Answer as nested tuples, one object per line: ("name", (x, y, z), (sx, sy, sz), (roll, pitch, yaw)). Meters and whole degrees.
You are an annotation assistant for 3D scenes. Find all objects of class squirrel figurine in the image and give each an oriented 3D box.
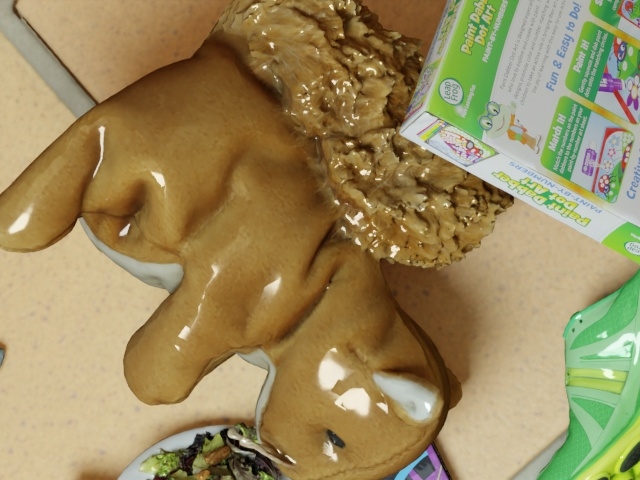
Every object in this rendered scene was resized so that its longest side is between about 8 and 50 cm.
("squirrel figurine", (0.000, 0.000, 1.606), (0.397, 0.281, 0.370), (-45, 79, 1))

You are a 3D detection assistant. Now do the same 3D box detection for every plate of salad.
("plate of salad", (-0.084, 0.226, 1.640), (0.200, 0.048, 0.200), (-1, 43, 1))

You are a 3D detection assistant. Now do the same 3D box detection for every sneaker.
("sneaker", (0.259, 0.123, 1.651), (0.123, 0.109, 0.295), (34, 95, 37))

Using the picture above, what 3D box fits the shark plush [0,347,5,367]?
("shark plush", (-0.337, 0.172, 1.763), (0.067, 0.073, 0.161), (11, 81, -19))

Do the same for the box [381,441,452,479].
("box", (0.056, 0.220, 1.700), (0.116, 0.029, 0.162), (-28, 79, 6))

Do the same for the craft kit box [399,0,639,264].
("craft kit box", (0.214, -0.139, 1.598), (0.247, 0.061, 0.250), (29, 61, -15))
